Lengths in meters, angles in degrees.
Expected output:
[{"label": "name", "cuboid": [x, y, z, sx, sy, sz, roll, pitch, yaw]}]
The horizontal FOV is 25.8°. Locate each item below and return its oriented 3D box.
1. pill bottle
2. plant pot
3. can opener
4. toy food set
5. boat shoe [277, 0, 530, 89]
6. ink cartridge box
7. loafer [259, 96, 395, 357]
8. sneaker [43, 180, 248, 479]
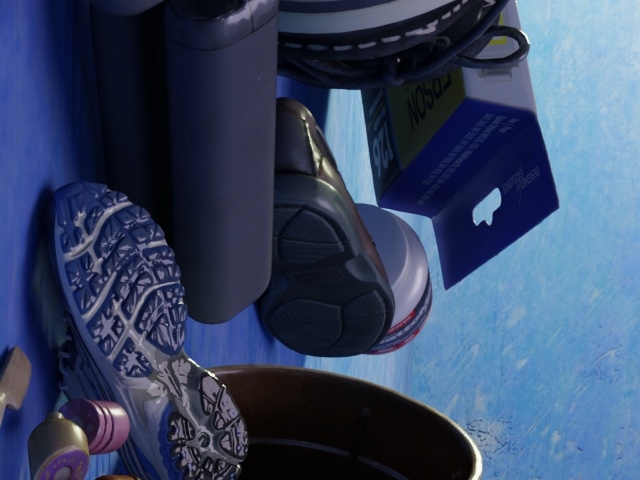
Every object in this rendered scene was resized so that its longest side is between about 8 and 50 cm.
[{"label": "pill bottle", "cuboid": [0.038, 0.031, 1.175, 0.180, 0.107, 0.108, 63, 32, -75]}, {"label": "plant pot", "cuboid": [-0.017, 0.169, 0.704, 0.167, 0.166, 0.165, -60, 161, -73]}, {"label": "can opener", "cuboid": [-0.066, -0.070, 0.499, 0.095, 0.076, 0.283, -39, 148, -35]}, {"label": "toy food set", "cuboid": [-0.069, 0.092, 0.481, 0.122, 0.019, 0.078, 57, 14, -21]}, {"label": "boat shoe", "cuboid": [0.036, -0.157, 0.790, 0.500, 0.186, 0.156, -79, 166, -72]}, {"label": "ink cartridge box", "cuboid": [0.092, -0.134, 1.145, 0.303, 0.072, 0.307, 127, -42, -73]}, {"label": "loafer", "cuboid": [0.000, 0.000, 0.948, 0.267, 0.096, 0.084, 74, 16, -64]}, {"label": "sneaker", "cuboid": [-0.081, 0.042, 0.535, 0.052, 0.058, 0.135, -40, 117, -46]}]
